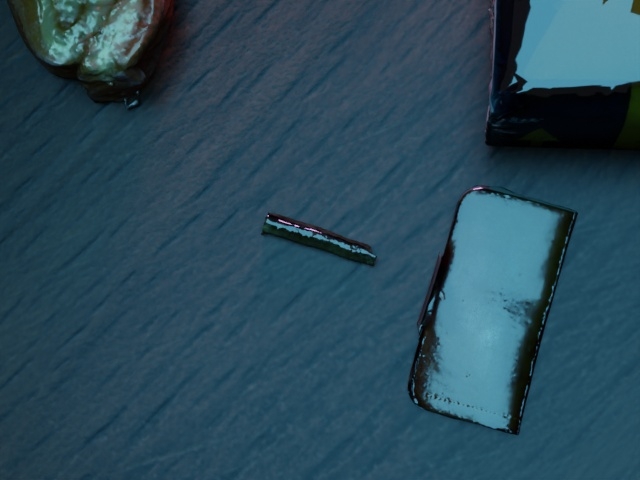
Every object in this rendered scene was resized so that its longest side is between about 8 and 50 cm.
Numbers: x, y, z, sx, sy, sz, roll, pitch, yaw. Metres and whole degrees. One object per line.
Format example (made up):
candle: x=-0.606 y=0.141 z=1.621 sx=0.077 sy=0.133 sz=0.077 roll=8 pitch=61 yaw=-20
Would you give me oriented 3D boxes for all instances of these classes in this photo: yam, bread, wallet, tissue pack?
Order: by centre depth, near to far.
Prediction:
tissue pack: x=0.370 y=-0.225 z=1.508 sx=0.417 sy=0.253 sz=0.264 roll=3 pitch=84 yaw=7
wallet: x=0.181 y=0.070 z=1.603 sx=0.137 sy=0.031 sz=0.255 roll=16 pitch=85 yaw=7
yam: x=0.000 y=0.000 z=1.630 sx=0.129 sy=0.033 sz=0.027 roll=19 pitch=59 yaw=2
bread: x=-0.252 y=-0.269 z=1.632 sx=0.190 sy=0.123 sz=0.244 roll=-20 pitch=84 yaw=1
